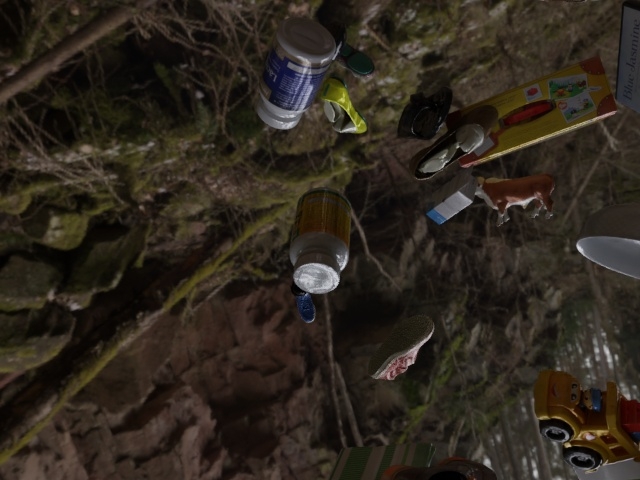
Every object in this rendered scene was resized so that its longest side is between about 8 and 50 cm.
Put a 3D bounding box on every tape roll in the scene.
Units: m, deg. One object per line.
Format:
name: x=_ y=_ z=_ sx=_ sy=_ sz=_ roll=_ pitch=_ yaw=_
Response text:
tape roll: x=0.852 y=0.590 z=1.646 sx=0.286 sy=0.100 sz=0.286 roll=-26 pitch=177 yaw=-1

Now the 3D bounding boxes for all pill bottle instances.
pill bottle: x=0.000 y=0.000 z=1.150 sx=0.118 sy=0.117 sz=0.208 roll=-12 pitch=-138 yaw=17
pill bottle: x=-0.073 y=-0.423 z=1.498 sx=0.153 sy=0.153 sz=0.264 roll=-26 pitch=159 yaw=-35

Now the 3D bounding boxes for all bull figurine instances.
bull figurine: x=0.726 y=-0.164 z=2.193 sx=0.311 sy=0.188 sz=0.101 roll=-7 pitch=-169 yaw=18

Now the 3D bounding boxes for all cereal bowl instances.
cereal bowl: x=0.829 y=-0.004 z=1.445 sx=0.339 sy=0.141 sz=0.339 roll=21 pitch=171 yaw=3

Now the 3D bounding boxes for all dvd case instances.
dvd case: x=0.557 y=-0.267 z=0.921 sx=0.022 sy=0.180 sz=0.253 roll=-16 pitch=-146 yaw=-1

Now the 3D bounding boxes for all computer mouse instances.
computer mouse: x=-0.020 y=-0.530 z=1.637 sx=0.272 sy=0.072 sz=0.188 roll=-8 pitch=-127 yaw=43

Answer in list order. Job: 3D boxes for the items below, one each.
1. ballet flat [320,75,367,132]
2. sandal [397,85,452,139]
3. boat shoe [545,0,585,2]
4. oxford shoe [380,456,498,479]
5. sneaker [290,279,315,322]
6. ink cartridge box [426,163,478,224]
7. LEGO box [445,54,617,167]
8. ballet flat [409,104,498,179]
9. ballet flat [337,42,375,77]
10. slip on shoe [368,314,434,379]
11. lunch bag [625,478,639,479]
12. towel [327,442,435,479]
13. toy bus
ballet flat: x=0.053 y=-0.321 z=1.470 sx=0.077 sy=0.231 sz=0.077 roll=22 pitch=-103 yaw=28
sandal: x=0.324 y=-0.423 z=1.978 sx=0.107 sy=0.167 sz=0.446 roll=14 pitch=180 yaw=-11
boat shoe: x=0.511 y=-0.618 z=1.343 sx=0.324 sy=0.123 sz=0.116 roll=18 pitch=-141 yaw=31
oxford shoe: x=0.307 y=0.571 z=1.323 sx=0.364 sy=0.129 sz=0.133 roll=10 pitch=161 yaw=-37
sneaker: x=-0.057 y=0.184 z=1.831 sx=0.058 sy=0.152 sz=0.084 roll=-10 pitch=170 yaw=11
ink cartridge box: x=0.403 y=-0.136 z=1.723 sx=0.180 sy=0.060 sz=0.104 roll=-40 pitch=-163 yaw=46
LEGO box: x=0.716 y=-0.427 z=2.026 sx=0.500 sy=0.193 sz=0.372 roll=-19 pitch=-179 yaw=19
ballet flat: x=0.425 y=-0.299 z=1.868 sx=0.342 sy=0.116 sz=0.124 roll=-33 pitch=-160 yaw=29
ballet flat: x=0.099 y=-0.569 z=1.846 sx=0.077 sy=0.079 sz=0.221 roll=-37 pitch=-119 yaw=-12
slip on shoe: x=0.282 y=0.364 z=1.942 sx=0.101 sy=0.331 sz=0.123 roll=21 pitch=-141 yaw=-19
lunch bag: x=0.707 y=0.607 z=1.174 sx=0.262 sy=0.160 sz=0.223 roll=-12 pitch=-162 yaw=15
towel: x=0.172 y=0.707 z=1.751 sx=0.325 sy=0.038 sz=0.248 roll=-15 pitch=-164 yaw=26
toy bus: x=0.584 y=0.364 z=1.204 sx=0.211 sy=0.220 sz=0.149 roll=-28 pitch=-157 yaw=44
